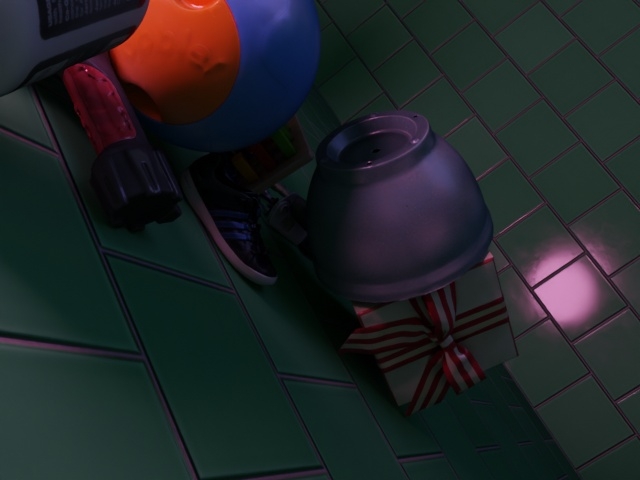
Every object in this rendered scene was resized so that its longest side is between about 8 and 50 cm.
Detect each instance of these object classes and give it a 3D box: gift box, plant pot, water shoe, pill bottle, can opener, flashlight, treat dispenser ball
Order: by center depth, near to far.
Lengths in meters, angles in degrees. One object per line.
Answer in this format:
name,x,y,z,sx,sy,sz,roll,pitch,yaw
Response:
pill bottle,-0.275,-0.210,0.585,0.161,0.161,0.283,50,28,-12
flashlight,-0.255,-0.156,0.771,0.304,0.103,0.103,62,-23,19
treat dispenser ball,-0.143,-0.261,0.919,0.288,0.288,0.288,49,13,-16
water shoe,-0.112,-0.031,0.963,0.203,0.080,0.073,53,13,-1
plant pot,0.101,-0.075,1.070,0.293,0.293,0.196,-106,176,-58
gift box,0.157,0.118,1.173,0.255,0.276,0.258,60,3,-33
can opener,0.000,0.000,1.291,0.093,0.074,0.280,44,3,37

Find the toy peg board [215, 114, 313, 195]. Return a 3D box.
toy peg board,-0.111,-0.148,1.083,0.079,0.161,0.161,52,11,-34

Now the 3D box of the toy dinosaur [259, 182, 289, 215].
toy dinosaur,-0.109,-0.114,1.254,0.268,0.064,0.118,48,7,-34
